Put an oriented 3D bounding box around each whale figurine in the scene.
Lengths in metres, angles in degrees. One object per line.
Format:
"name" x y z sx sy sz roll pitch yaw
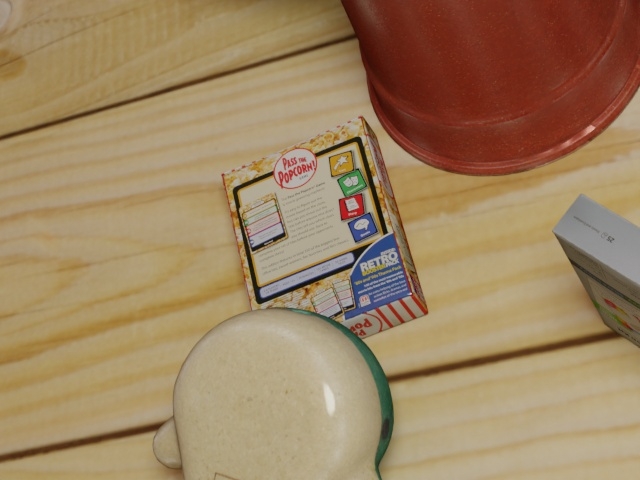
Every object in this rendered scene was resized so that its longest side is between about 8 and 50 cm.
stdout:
"whale figurine" -0.032 0.189 1.043 0.216 0.141 0.272 12 95 27

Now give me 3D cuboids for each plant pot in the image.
"plant pot" 0.123 -0.234 1.087 0.272 0.265 0.272 -10 62 19

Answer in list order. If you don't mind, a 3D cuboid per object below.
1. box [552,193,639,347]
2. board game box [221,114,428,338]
"box" 0.253 0.051 0.935 0.145 0.186 0.038 36 85 33
"board game box" 0.000 0.000 1.154 0.147 0.045 0.193 -21 59 13
